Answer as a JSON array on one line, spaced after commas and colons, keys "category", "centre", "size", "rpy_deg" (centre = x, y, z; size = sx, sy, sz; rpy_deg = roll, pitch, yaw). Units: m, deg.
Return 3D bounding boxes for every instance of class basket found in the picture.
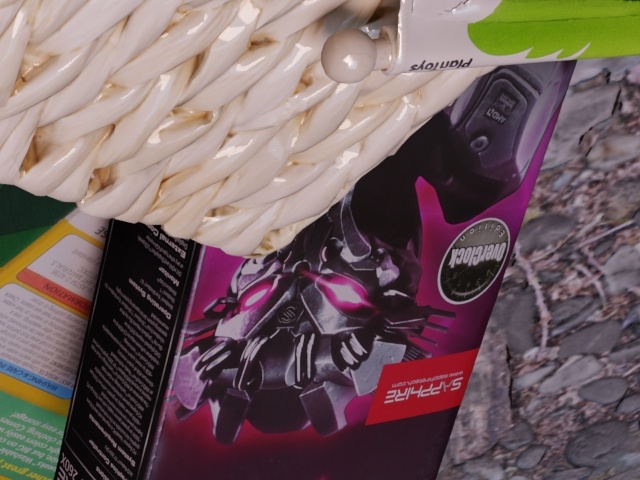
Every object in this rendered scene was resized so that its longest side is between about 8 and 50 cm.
[{"category": "basket", "centre": [-0.046, -0.215, 0.451], "size": [0.331, 0.328, 0.266], "rpy_deg": [-40, 141, 20]}]

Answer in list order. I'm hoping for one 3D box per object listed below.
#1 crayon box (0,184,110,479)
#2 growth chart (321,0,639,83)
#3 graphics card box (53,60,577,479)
[{"category": "crayon box", "centre": [-0.165, 0.053, 0.909], "size": [0.323, 0.083, 0.203], "rpy_deg": [-37, 140, 17]}, {"category": "growth chart", "centre": [0.074, -0.124, 0.351], "size": [0.172, 0.021, 0.237], "rpy_deg": [-11, 144, -21]}, {"category": "graphics card box", "centre": [0.000, 0.000, 0.801], "size": [0.233, 0.094, 0.371], "rpy_deg": [-3, 118, -39]}]
